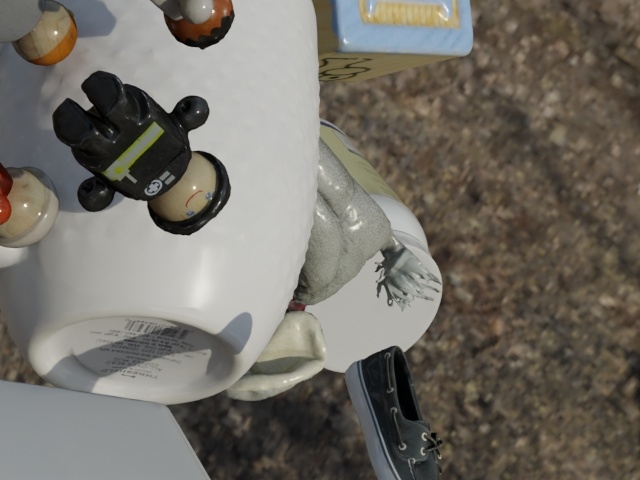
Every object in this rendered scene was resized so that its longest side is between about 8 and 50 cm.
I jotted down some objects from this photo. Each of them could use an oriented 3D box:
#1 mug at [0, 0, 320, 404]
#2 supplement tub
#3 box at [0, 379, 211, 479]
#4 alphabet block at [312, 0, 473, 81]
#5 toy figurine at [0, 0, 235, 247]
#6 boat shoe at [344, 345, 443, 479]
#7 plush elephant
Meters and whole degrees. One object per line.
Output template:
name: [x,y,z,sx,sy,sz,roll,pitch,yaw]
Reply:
mug: [-0.178,-0.062,1.102,0.374,0.276,0.328,19,54,-30]
supplement tub: [0.000,0.000,1.861,0.235,0.235,0.325,0,33,-29]
box: [-0.138,0.123,0.505,0.170,0.130,0.091,12,17,-28]
alphabet block: [0.025,-0.278,1.493,0.192,0.197,0.193,-2,87,-39]
toy figurine: [-0.161,-0.105,0.928,0.148,0.213,0.209,42,47,-55]
boat shoe: [0.056,0.130,0.906,0.049,0.040,0.142,32,28,-50]
plush elephant: [-0.066,0.022,1.492,0.330,0.255,0.272,47,-5,-16]
